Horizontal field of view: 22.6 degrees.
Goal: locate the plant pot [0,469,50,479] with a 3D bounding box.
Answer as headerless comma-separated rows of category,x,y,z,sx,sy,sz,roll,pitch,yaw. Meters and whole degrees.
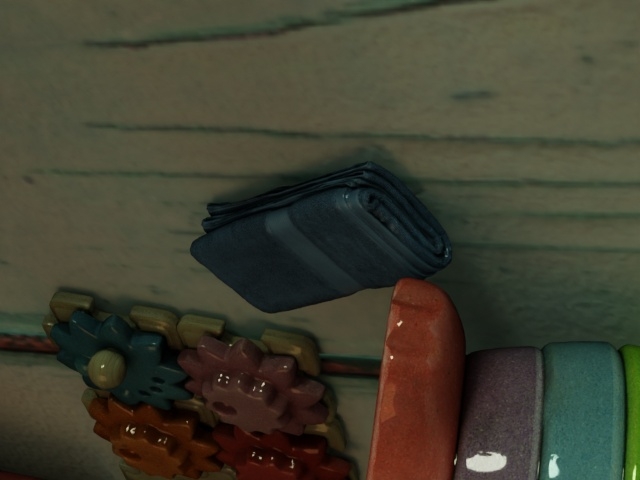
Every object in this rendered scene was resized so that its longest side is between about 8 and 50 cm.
plant pot,-0.254,0.269,1.085,0.243,0.275,0.275,-5,139,20

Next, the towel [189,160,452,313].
towel,0.000,0.000,0.734,0.119,0.029,0.067,-16,131,43

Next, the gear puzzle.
gear puzzle,-0.057,0.154,0.974,0.176,0.044,0.339,9,145,20

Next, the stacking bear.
stacking bear,0.165,0.126,0.708,0.289,0.175,0.164,8,173,5
